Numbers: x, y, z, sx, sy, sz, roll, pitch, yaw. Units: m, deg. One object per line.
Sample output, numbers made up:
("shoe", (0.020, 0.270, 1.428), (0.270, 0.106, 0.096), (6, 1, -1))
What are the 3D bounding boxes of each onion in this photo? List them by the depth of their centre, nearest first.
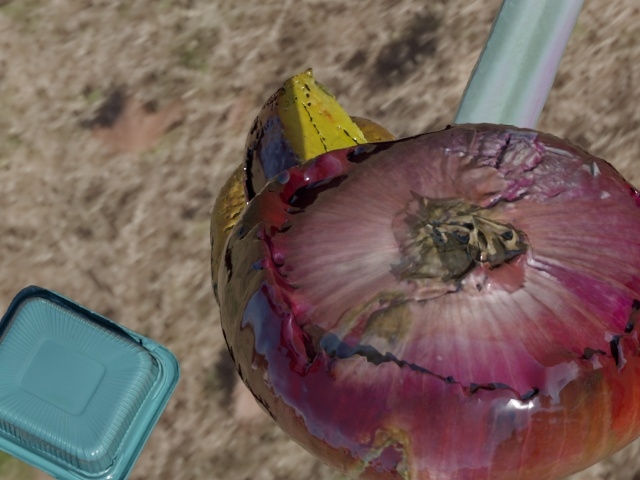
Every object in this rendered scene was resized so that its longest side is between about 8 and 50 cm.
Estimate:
("onion", (0.069, 0.038, 0.966), (0.248, 0.248, 0.161), (24, 152, 15))

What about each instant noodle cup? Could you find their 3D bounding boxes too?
("instant noodle cup", (-0.234, 0.132, 1.690), (0.179, 0.157, 0.070), (26, 163, 7))

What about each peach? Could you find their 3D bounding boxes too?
("peach", (-0.002, -0.033, 1.354), (0.127, 0.092, 0.172), (-13, 106, 54))

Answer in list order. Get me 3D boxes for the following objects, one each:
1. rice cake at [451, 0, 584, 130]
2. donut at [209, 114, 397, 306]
("rice cake", (0.195, -0.187, 1.749), (0.080, 0.042, 0.221), (19, 118, -1))
("donut", (0.002, -0.002, 1.586), (0.227, 0.226, 0.114), (-23, 133, 30))
